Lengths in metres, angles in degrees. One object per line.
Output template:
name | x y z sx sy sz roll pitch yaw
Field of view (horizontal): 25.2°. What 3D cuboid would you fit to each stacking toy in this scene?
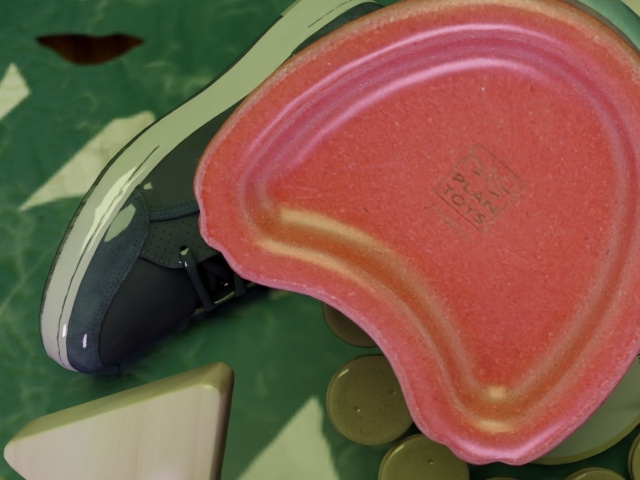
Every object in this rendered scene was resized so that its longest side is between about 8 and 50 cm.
stacking toy | 0.070 0.070 0.531 0.279 0.130 0.309 -39 95 19

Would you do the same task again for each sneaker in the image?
sneaker | 0.000 -0.001 0.617 0.163 0.086 0.226 35 73 26

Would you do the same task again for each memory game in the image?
memory game | 0.090 0.039 0.568 0.186 0.012 0.186 -1 94 -8
